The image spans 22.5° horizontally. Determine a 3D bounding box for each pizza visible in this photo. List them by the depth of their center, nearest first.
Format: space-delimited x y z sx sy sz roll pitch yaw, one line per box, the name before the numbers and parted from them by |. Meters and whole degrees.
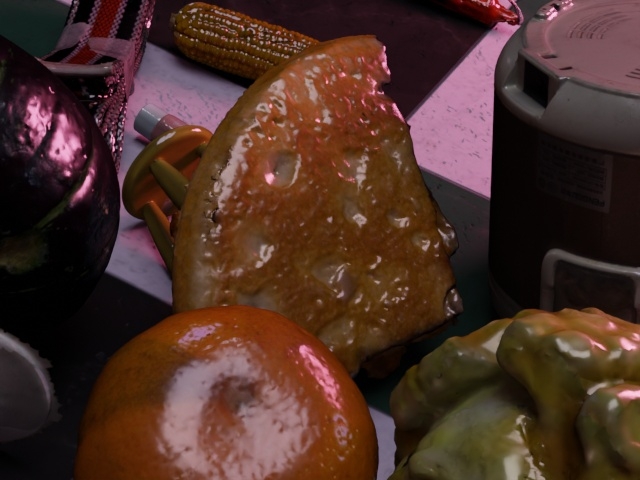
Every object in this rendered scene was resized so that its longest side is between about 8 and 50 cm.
pizza | 0.000 0.000 1.431 0.278 0.114 0.408 23 69 -25

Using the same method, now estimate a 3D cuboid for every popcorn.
popcorn | 0.172 0.210 1.173 0.279 0.335 0.274 32 31 35

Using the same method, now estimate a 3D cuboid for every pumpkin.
pumpkin | -0.322 -0.034 1.305 0.315 0.315 0.238 12 46 -2

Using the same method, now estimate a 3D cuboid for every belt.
belt | -0.234 -0.183 1.662 0.094 0.126 0.359 3 33 2

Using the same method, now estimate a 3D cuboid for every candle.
candle | 0.175 -0.301 1.970 0.162 0.048 0.053 24 23 13

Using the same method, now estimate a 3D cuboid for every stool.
stool | -0.114 -0.035 1.518 0.110 0.134 0.135 43 2 28

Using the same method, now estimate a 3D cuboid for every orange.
orange | -0.075 0.168 1.224 0.240 0.171 0.240 8 63 -16

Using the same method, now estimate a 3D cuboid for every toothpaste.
toothpaste | -0.100 -0.073 1.629 0.205 0.036 0.056 34 44 17

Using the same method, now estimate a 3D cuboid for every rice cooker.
rice cooker | 0.312 -0.038 1.477 0.335 0.325 0.335 -1 29 0

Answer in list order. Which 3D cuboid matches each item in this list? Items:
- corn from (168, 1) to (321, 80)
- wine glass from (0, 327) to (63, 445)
corn | -0.071 -0.209 1.773 0.207 0.068 0.068 20 39 4
wine glass | -0.298 0.202 1.156 0.143 0.143 0.321 16 40 2
